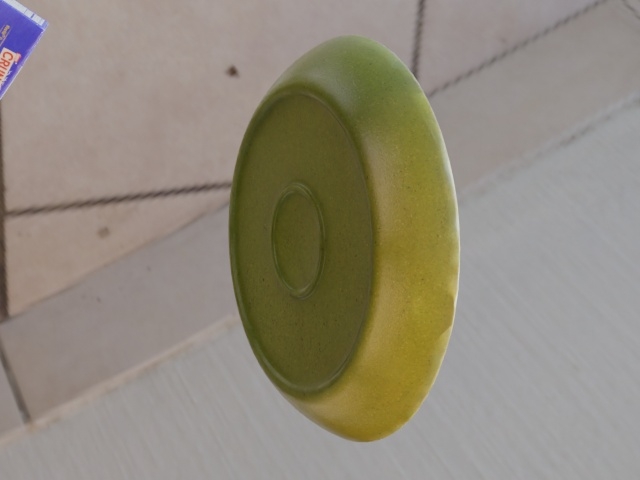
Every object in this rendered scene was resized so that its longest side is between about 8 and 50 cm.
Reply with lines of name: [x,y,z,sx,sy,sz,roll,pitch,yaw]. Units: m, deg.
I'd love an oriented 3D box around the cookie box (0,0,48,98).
cookie box: [-0.263,-0.146,1.052,0.107,0.040,0.092,34,102,-13]

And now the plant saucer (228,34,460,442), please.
plant saucer: [0.000,0.000,0.872,0.037,0.241,0.241,-3,121,-29]
